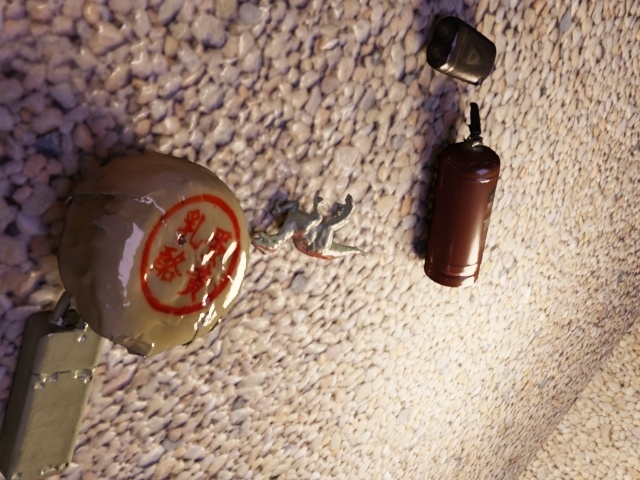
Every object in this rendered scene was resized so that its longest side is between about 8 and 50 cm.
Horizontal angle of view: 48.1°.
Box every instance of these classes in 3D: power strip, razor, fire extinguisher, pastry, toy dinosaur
[{"bbox_3d":[-0.348,0.184,0.938,0.093,0.053,0.288,3,112,-46],"label":"power strip"},{"bbox_3d":[0.238,-0.317,1.208,0.148,0.054,0.090,7,111,-49],"label":"razor"},{"bbox_3d":[0.271,-0.082,1.367,0.114,0.135,0.337,3,123,-1],"label":"fire extinguisher"},{"bbox_3d":[-0.199,0.017,0.891,0.265,0.133,0.265,-26,127,-42],"label":"pastry"},{"bbox_3d":[0.000,0.000,1.178,0.167,0.053,0.242,-50,141,-7],"label":"toy dinosaur"}]
